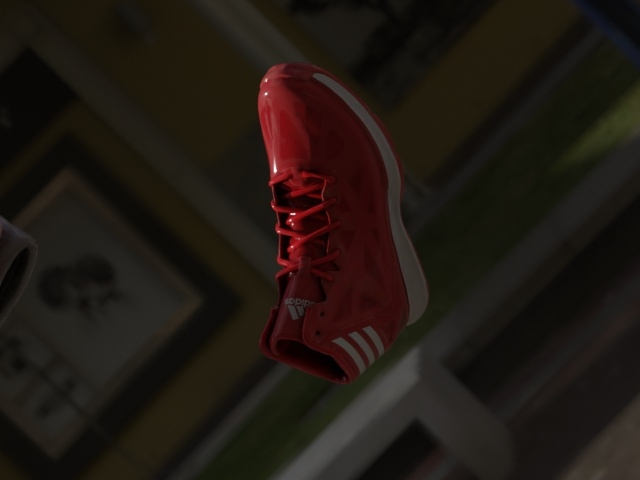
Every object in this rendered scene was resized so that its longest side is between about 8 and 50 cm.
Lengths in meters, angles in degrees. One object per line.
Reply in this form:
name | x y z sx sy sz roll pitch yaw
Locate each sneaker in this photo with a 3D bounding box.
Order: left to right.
sneaker | 0.000 0.000 1.328 0.087 0.221 0.128 -7 32 36

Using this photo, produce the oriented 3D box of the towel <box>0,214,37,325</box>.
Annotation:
towel | -0.307 0.072 1.087 0.317 0.053 0.332 34 101 43
